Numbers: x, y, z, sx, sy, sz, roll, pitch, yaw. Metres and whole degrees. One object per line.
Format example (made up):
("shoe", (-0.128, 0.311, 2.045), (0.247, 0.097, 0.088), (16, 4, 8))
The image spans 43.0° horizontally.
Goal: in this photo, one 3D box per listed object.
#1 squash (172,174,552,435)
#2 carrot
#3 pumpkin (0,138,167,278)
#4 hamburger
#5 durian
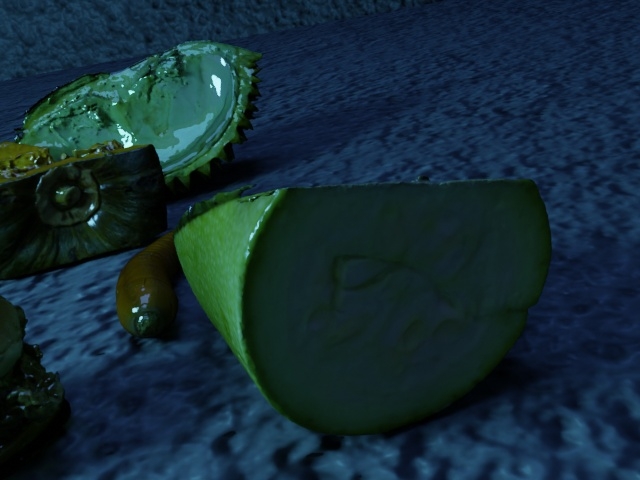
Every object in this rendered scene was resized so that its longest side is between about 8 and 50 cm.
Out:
("squash", (0.000, 0.000, 0.678), (0.234, 0.210, 0.309), (-5, 24, -20))
("carrot", (-0.177, 0.034, 0.868), (0.066, 0.062, 0.271), (-42, 17, 8))
("pumpkin", (-0.349, -0.054, 1.043), (0.281, 0.139, 0.190), (-15, 23, -16))
("hamburger", (-0.277, 0.113, 0.617), (0.185, 0.131, 0.159), (3, 29, 20))
("durian", (-0.255, -0.163, 1.187), (0.395, 0.198, 0.163), (-16, 24, -9))
